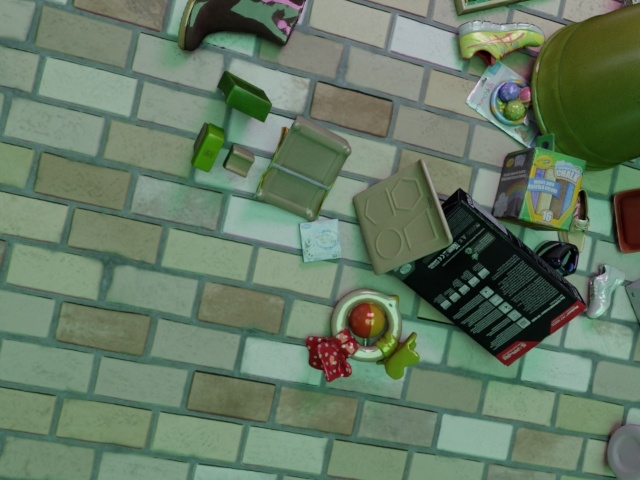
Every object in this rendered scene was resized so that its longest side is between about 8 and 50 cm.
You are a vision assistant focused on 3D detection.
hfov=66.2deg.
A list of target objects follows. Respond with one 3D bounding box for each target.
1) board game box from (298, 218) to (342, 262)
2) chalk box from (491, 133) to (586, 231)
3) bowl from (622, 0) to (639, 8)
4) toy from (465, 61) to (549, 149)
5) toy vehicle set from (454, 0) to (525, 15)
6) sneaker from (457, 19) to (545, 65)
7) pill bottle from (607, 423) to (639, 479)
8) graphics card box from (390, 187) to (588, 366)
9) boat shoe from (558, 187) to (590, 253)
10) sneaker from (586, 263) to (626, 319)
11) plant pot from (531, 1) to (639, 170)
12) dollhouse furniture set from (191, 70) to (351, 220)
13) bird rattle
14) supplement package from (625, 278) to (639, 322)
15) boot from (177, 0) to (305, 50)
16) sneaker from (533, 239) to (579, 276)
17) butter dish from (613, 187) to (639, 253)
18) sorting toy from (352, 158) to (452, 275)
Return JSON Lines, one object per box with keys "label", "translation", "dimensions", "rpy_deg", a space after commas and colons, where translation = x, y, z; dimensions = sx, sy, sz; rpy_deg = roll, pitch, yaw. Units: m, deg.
{"label": "board game box", "translation": [0.000, 0.000, 1.121], "dimensions": [0.090, 0.020, 0.090], "rpy_deg": [-6, 92, -9]}
{"label": "chalk box", "translation": [0.509, -0.138, 1.143], "dimensions": [0.132, 0.132, 0.213], "rpy_deg": [14, 91, -9]}
{"label": "bowl", "translation": [0.808, -0.568, 1.209], "dimensions": [0.170, 0.080, 0.170], "rpy_deg": [2, 82, -12]}
{"label": "toy", "translation": [0.486, -0.325, 1.178], "dimensions": [0.237, 0.056, 0.137], "rpy_deg": [34, 85, -8]}
{"label": "toy vehicle set", "translation": [0.437, -0.652, 1.176], "dimensions": [0.266, 0.035, 0.166], "rpy_deg": [-16, 93, -9]}
{"label": "sneaker", "translation": [0.425, -0.460, 1.161], "dimensions": [0.208, 0.081, 0.094], "rpy_deg": [1, 97, -2]}
{"label": "pill bottle", "translation": [0.863, 0.557, 1.203], "dimensions": [0.264, 0.146, 0.146], "rpy_deg": [20, 88, -9]}
{"label": "graphics card box", "translation": [0.364, 0.088, 1.096], "dimensions": [0.371, 0.094, 0.233], "rpy_deg": [38, 117, -8]}
{"label": "boat shoe", "translation": [0.626, -0.047, 1.201], "dimensions": [0.063, 0.059, 0.170], "rpy_deg": [-5, 91, -9]}
{"label": "sneaker", "translation": [0.695, 0.126, 1.223], "dimensions": [0.061, 0.054, 0.152], "rpy_deg": [33, 79, 1]}
{"label": "plant pot", "translation": [0.720, -0.358, 1.039], "dimensions": [0.366, 0.353, 0.367], "rpy_deg": [1, 88, -18]}
{"label": "dollhouse furniture set", "translation": [-0.108, -0.201, 1.081], "dimensions": [0.301, 0.151, 0.198], "rpy_deg": [22, 108, -26]}
{"label": "bird rattle", "translation": [0.095, 0.214, 1.112], "dimensions": [0.253, 0.143, 0.207], "rpy_deg": [2, 79, 4]}
{"label": "supplement package", "translation": [0.949, 0.153, 1.184], "dimensions": [0.262, 0.199, 0.198], "rpy_deg": [-25, 94, -9]}
{"label": "boot", "translation": [-0.167, -0.476, 1.053], "dimensions": [0.206, 0.090, 0.248], "rpy_deg": [29, 83, -6]}
{"label": "sneaker", "translation": [0.518, 0.085, 1.154], "dimensions": [0.079, 0.121, 0.217], "rpy_deg": [39, 85, -7]}
{"label": "butter dish", "translation": [0.827, -0.054, 1.204], "dimensions": [0.160, 0.118, 0.160], "rpy_deg": [-9, 91, -9]}
{"label": "sorting toy", "translation": [0.172, -0.046, 1.055], "dimensions": [0.038, 0.208, 0.193], "rpy_deg": [3, 66, -47]}
